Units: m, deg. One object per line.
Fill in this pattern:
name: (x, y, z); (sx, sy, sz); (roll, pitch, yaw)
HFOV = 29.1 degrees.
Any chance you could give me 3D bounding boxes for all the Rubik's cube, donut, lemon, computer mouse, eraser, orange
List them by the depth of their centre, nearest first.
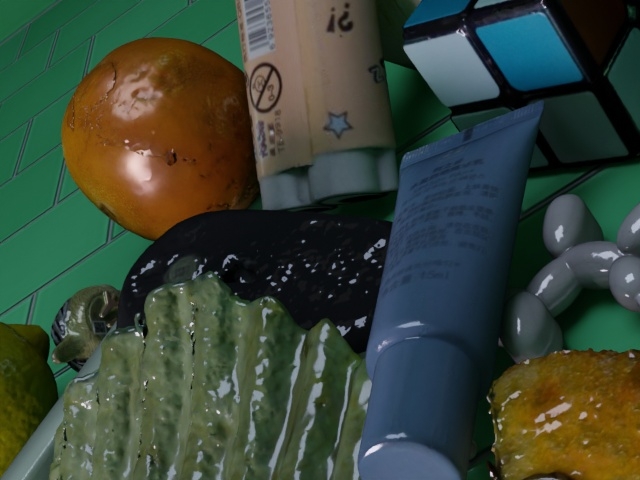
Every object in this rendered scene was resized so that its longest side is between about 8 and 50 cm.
donut: (0.177, 0.161, 0.672); (0.152, 0.101, 0.259); (-26, 28, 24)
computer mouse: (-0.036, 0.061, 1.079); (0.323, 0.116, 0.183); (4, 58, 35)
Rubik's cube: (0.206, -0.181, 1.083); (0.167, 0.180, 0.183); (-6, 39, 47)
lemon: (-0.371, 0.181, 1.259); (0.248, 0.184, 0.184); (-54, 29, -14)
eraser: (-0.014, -0.177, 1.265); (0.087, 0.291, 0.171); (-1, -9, -45)
orange: (-0.173, -0.114, 1.401); (0.240, 0.240, 0.240); (-30, 28, 18)

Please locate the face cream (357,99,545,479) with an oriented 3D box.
face cream: (0.092, 0.025, 0.905); (0.135, 0.086, 0.385); (-20, 31, 28)

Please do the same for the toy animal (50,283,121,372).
toy animal: (-0.250, 0.107, 1.308); (0.098, 0.098, 0.137); (-13, 17, 41)

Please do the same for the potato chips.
potato chips: (-0.096, 0.211, 0.898); (0.373, 0.097, 0.389); (-28, 47, 22)

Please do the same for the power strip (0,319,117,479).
power strip: (-0.235, 0.221, 1.119); (0.062, 0.091, 0.385); (-9, 39, 50)

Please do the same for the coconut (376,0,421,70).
coconut: (0.123, -0.304, 1.334); (0.237, 0.237, 0.197); (-3, 42, 50)

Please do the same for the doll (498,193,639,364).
doll: (0.187, 0.031, 0.910); (0.161, 0.059, 0.160); (-4, 42, 49)

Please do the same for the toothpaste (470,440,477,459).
toothpaste: (0.082, 0.151, 0.908); (0.024, 0.015, 0.083); (-44, 21, -27)
